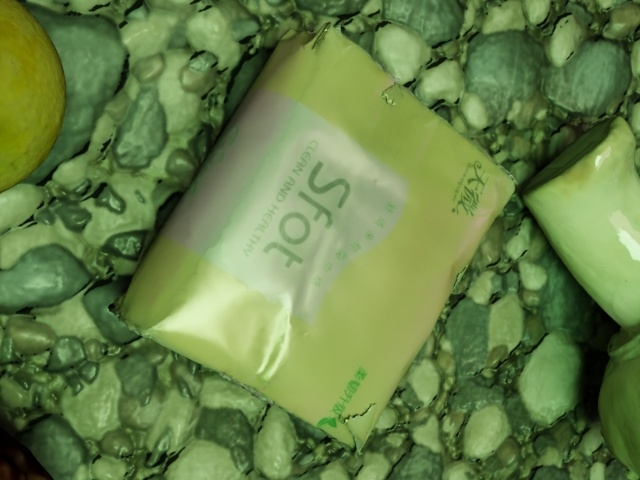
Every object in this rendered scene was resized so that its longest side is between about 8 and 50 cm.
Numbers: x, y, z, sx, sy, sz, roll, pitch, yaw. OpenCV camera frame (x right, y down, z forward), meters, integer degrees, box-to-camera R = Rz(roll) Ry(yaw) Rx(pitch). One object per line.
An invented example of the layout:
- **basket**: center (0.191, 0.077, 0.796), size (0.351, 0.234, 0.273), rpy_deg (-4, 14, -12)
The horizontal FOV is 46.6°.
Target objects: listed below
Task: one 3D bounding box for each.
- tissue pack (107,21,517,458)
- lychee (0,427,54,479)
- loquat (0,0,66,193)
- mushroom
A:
- **tissue pack**: center (0.000, 0.000, 0.570), size (0.215, 0.123, 0.256), rpy_deg (34, 78, -21)
- **lychee**: center (-0.265, 0.221, 0.422), size (0.300, 0.264, 0.264), rpy_deg (34, 85, 1)
- **loquat**: center (-0.233, -0.090, 0.451), size (0.163, 0.163, 0.137), rpy_deg (1, 129, -22)
- **mushroom**: center (0.367, 0.058, 0.636), size (0.315, 0.315, 0.355), rpy_deg (-14, 104, -19)
